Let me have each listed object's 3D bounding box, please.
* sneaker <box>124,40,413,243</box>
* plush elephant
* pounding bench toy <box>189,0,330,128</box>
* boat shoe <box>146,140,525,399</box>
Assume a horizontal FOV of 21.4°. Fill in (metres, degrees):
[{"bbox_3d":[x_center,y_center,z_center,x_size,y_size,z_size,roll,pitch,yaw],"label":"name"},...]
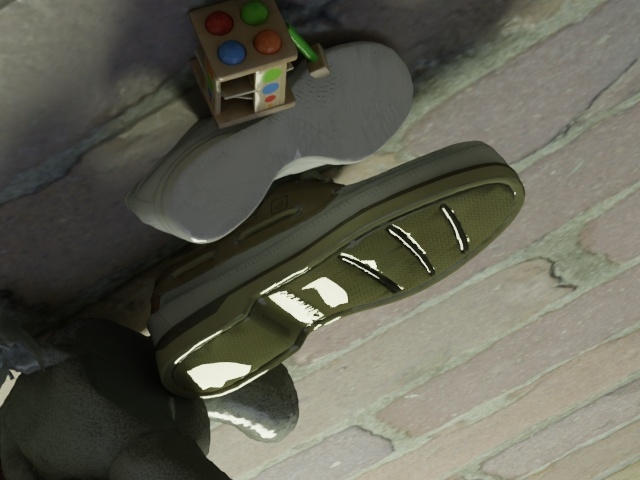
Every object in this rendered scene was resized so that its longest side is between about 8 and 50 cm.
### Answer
[{"bbox_3d":[-0.037,-0.072,1.117,0.212,0.080,0.094,-31,-159,-28],"label":"sneaker"},{"bbox_3d":[-0.198,0.203,1.301,0.330,0.272,0.255,27,116,-24],"label":"plush elephant"},{"bbox_3d":[-0.033,-0.117,1.040,0.083,0.052,0.065,-18,154,-13],"label":"pounding bench toy"},{"bbox_3d":[0.000,0.000,1.245,0.302,0.103,0.113,-28,142,11],"label":"boat shoe"}]
